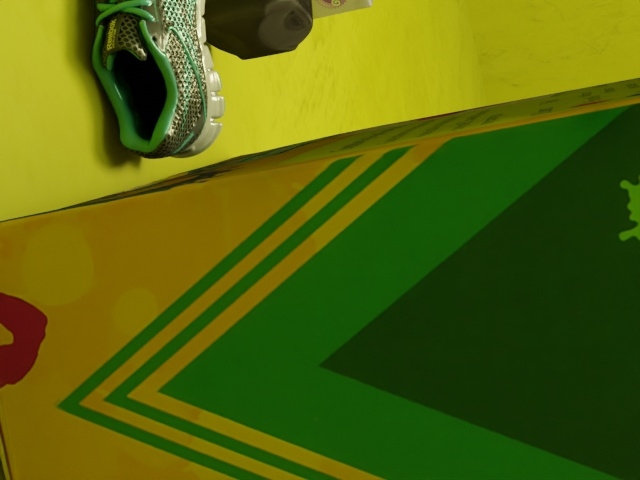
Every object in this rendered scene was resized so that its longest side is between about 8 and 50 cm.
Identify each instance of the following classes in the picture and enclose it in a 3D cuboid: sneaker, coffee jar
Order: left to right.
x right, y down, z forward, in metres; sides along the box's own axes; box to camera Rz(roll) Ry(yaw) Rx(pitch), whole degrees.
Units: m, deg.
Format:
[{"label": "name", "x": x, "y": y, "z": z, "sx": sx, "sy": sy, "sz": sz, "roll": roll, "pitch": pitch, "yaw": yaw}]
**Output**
[{"label": "sneaker", "x": -0.092, "y": -0.118, "z": 0.730, "sx": 0.076, "sy": 0.065, "sz": 0.166, "roll": -52, "pitch": 130, "yaw": -69}, {"label": "coffee jar", "x": -0.053, "y": -0.217, "z": 0.931, "sx": 0.096, "sy": 0.079, "sz": 0.184, "roll": 34, "pitch": 49, "yaw": -73}]

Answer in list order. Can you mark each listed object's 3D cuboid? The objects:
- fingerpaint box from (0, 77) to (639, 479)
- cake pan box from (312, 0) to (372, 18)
[{"label": "fingerpaint box", "x": 0.090, "y": 0.015, "z": 0.721, "sx": 0.445, "sy": 0.371, "sz": 0.163, "roll": -34, "pitch": 113, "yaw": -77}, {"label": "cake pan box", "x": 0.002, "y": -0.370, "z": 1.332, "sx": 0.246, "sy": 0.070, "sz": 0.267, "roll": -75, "pitch": 153, "yaw": -58}]
